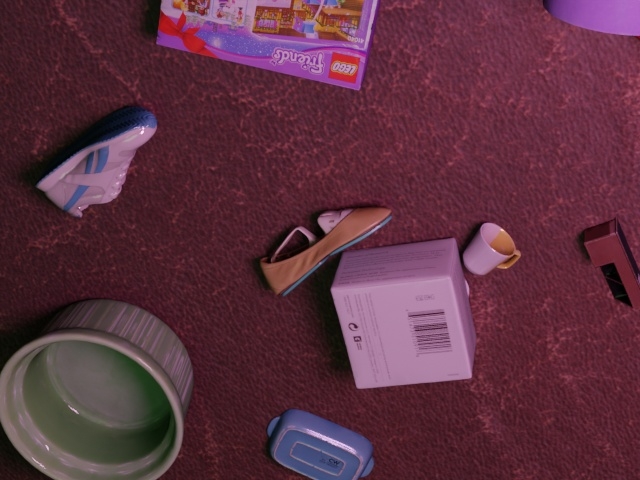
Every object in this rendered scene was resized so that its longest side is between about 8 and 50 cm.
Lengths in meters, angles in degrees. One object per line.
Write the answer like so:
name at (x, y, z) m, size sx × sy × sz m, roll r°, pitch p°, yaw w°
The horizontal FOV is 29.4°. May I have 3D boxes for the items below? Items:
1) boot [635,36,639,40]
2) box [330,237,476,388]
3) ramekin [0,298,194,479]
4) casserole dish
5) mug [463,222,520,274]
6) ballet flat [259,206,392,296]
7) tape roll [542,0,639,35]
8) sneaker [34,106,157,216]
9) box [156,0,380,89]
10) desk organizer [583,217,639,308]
boot at (0.465, -0.194, 1.609) m, size 0.244 × 0.088 × 0.176 m, roll 29°, pitch 121°, yaw -10°
box at (0.127, 0.109, 1.815) m, size 0.182 × 0.119 × 0.181 m, roll -7°, pitch 117°, yaw 15°
ramekin at (-0.350, 0.241, 1.962) m, size 0.303 × 0.148 × 0.303 m, roll 4°, pitch 119°, yaw 8°
casserole dish at (-0.002, 0.351, 2.020) m, size 0.188 × 0.037 × 0.114 m, roll 24°, pitch 120°, yaw -3°
mug at (0.247, 0.022, 1.782) m, size 0.078 × 0.062 × 0.064 m, roll 38°, pitch 126°, yaw -3°
ballet flat at (0.000, 0.000, 1.809) m, size 0.232 × 0.080 × 0.073 m, roll -36°, pitch 92°, yaw 24°
tape roll at (0.371, -0.319, 1.496) m, size 0.189 × 0.189 × 0.080 m, roll 7°, pitch 118°, yaw 7°
sneaker at (-0.315, -0.117, 1.805) m, size 0.229 × 0.087 × 0.092 m, roll -30°, pitch 116°, yaw 31°
box at (-0.066, -0.333, 1.648) m, size 0.293 × 0.057 × 0.201 m, roll 14°, pitch 119°, yaw 3°
desk organizer at (0.427, 0.038, 1.762) m, size 0.050 × 0.047 × 0.130 m, roll -19°, pitch 113°, yaw 22°
